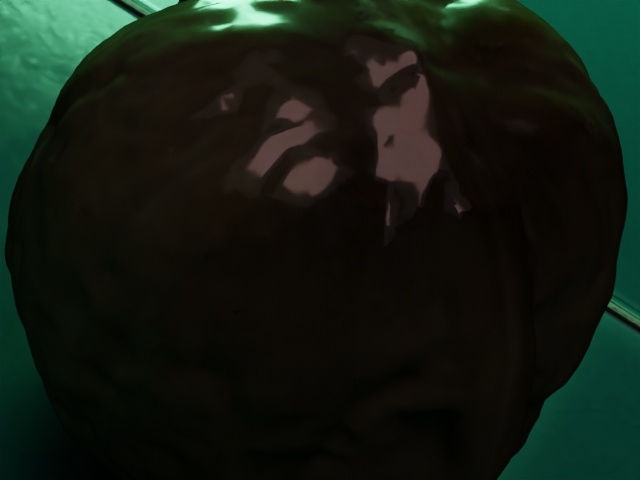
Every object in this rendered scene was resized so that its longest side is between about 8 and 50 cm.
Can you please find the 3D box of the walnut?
[{"bbox_3d":[-0.001,-0.002,0.717,0.248,0.248,0.248,15,42,-14],"label":"walnut"}]
